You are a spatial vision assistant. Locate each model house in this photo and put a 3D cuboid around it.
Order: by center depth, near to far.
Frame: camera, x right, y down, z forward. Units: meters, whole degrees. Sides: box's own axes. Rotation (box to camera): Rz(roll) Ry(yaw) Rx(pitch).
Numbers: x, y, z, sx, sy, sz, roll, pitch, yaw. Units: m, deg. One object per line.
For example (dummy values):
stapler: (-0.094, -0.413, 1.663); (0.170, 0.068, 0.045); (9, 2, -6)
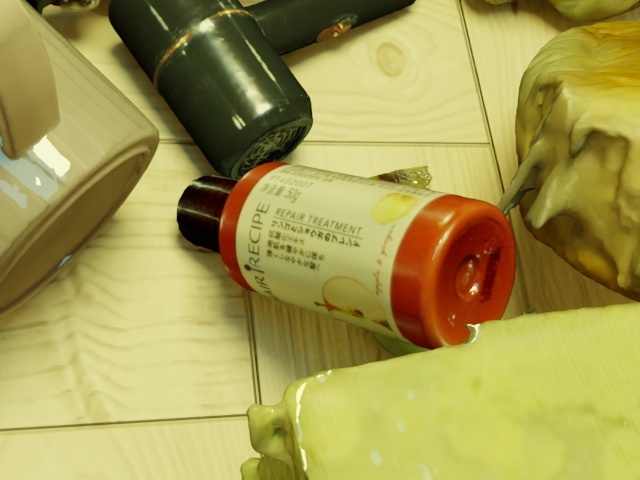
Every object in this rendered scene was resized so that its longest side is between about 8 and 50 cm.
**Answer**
model house: (0.114, 0.205, 0.612); (0.321, 0.266, 0.261); (-8, 68, -19)

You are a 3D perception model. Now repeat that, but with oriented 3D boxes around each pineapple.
pineapple: (0.068, -0.043, 0.865); (0.083, 0.019, 0.045); (-11, 64, -22)

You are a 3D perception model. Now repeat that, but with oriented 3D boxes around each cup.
cup: (-0.259, -0.112, 0.661); (0.273, 0.288, 0.208); (43, 35, -1)

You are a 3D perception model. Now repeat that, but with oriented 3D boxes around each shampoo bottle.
shampoo bottle: (0.000, 0.000, 0.710); (0.278, 0.104, 0.104); (14, 50, 42)

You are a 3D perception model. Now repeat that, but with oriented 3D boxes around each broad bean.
broad bean: (0.070, 0.065, 0.799); (0.083, 0.045, 0.063); (37, 62, -4)

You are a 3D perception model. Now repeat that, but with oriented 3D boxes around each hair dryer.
hair dryer: (0.005, -0.197, 0.888); (0.352, 0.107, 0.189); (-28, 76, -30)

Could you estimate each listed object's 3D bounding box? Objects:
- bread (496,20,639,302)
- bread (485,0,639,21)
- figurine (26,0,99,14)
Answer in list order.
bread: (0.270, -0.064, 0.756); (0.236, 0.183, 0.388); (4, 22, 17)
bread: (0.246, -0.392, 0.980); (0.301, 0.210, 0.341); (-15, 69, -18)
figurine: (-0.187, -0.245, 0.827); (0.108, 0.114, 0.196); (29, 41, 6)
